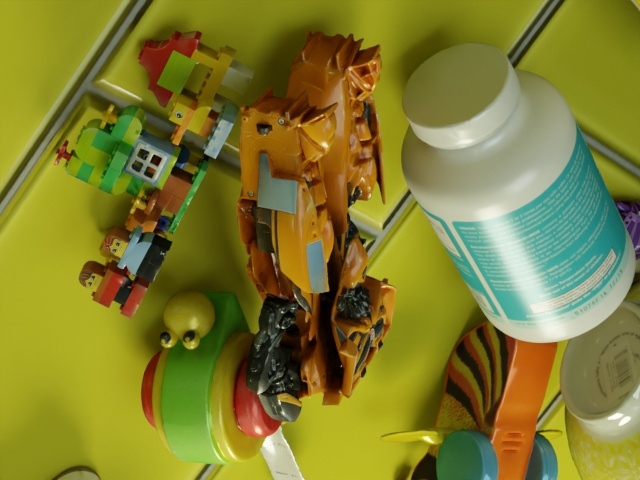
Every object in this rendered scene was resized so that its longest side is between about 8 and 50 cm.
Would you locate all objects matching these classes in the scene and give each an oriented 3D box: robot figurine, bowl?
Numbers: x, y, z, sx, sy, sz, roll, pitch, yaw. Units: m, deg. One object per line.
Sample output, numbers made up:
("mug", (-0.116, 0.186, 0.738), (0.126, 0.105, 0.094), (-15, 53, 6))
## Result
("robot figurine", (0.000, 0.000, 1.262), (0.211, 0.085, 0.291), (-55, 146, -52))
("bowl", (0.312, 0.133, 1.482), (0.156, 0.289, 0.289), (23, 108, -29))

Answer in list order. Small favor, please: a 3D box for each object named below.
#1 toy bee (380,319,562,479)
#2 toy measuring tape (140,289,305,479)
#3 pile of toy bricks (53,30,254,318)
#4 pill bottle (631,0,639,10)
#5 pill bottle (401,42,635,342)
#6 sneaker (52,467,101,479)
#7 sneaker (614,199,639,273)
("toy bee", (0.129, 0.214, 1.536), (0.195, 0.162, 0.298), (31, 77, -33))
("toy measuring tape", (-0.072, 0.172, 1.380), (0.121, 0.121, 0.330), (-29, 132, -11))
("pile of toy bricks", (-0.143, -0.053, 1.205), (0.105, 0.118, 0.212), (26, 119, -8))
("pill bottle", (0.341, -0.231, 1.306), (0.188, 0.188, 0.334), (-47, 133, 6))
("pill bottle", (0.159, -0.042, 1.354), (0.146, 0.146, 0.264), (-37, 134, -4))
("sneaker", (-0.246, 0.284, 1.375), (0.192, 0.086, 0.064), (-45, 133, 3))
("sneaker", (0.302, -0.013, 1.522), (0.170, 0.068, 0.071), (-25, 112, -23))
